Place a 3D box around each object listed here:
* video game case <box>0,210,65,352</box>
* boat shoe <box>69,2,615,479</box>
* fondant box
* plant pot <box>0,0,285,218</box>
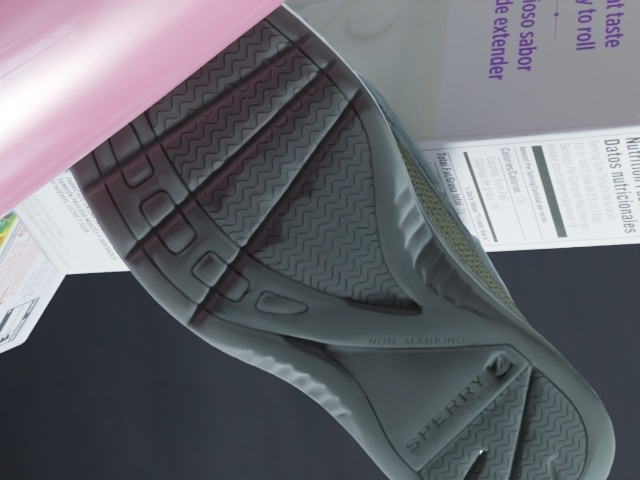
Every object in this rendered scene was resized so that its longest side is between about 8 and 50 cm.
[{"bbox_3d":[-0.229,0.033,0.911,0.206,0.227,0.026,-25,73,-40],"label":"video game case"},{"bbox_3d":[0.003,-0.001,0.658,0.320,0.118,0.103,44,7,-21],"label":"boat shoe"},{"bbox_3d":[0.021,-0.110,0.796,0.096,0.330,0.238,65,27,-50],"label":"fondant box"},{"bbox_3d":[-0.110,-0.091,0.434,0.201,0.180,0.201,-25,90,-86],"label":"plant pot"}]
